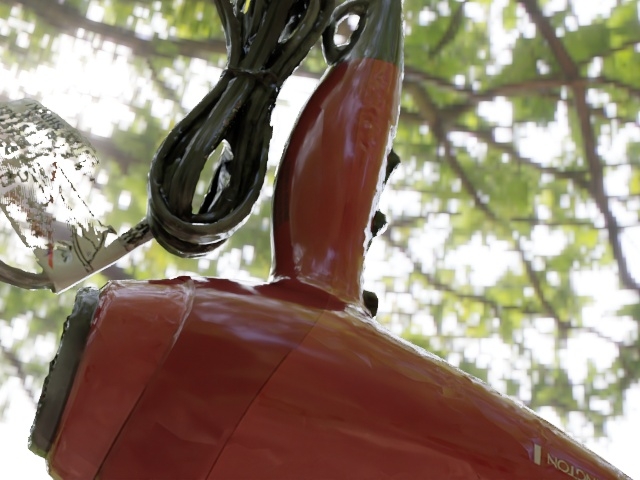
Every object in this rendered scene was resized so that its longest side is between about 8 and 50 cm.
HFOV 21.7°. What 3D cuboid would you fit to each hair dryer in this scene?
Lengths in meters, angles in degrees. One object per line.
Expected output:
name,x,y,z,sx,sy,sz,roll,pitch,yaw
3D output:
hair dryer,0.000,0.000,0.512,0.293,0.223,0.080,51,-29,13
